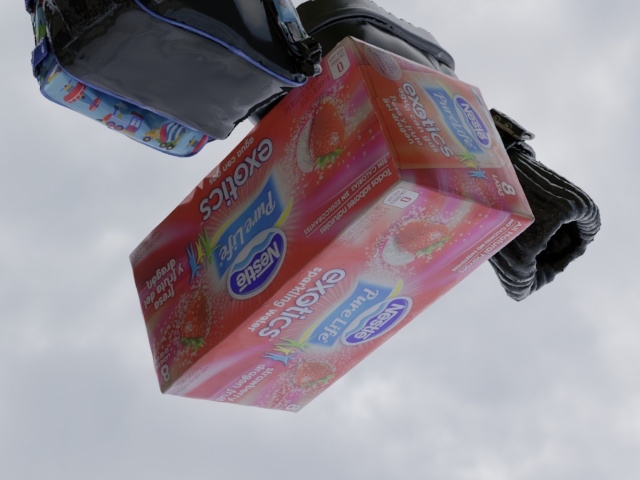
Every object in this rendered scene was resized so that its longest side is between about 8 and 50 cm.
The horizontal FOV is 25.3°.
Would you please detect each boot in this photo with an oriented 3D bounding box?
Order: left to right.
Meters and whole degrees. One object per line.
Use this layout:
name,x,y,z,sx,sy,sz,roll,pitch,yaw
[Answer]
boot,0.090,-0.071,1.207,0.131,0.348,0.260,-47,-112,27

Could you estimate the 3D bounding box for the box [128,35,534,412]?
box,0.000,0.000,1.134,0.300,0.154,0.142,-41,-129,33

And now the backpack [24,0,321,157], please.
backpack,-0.098,-0.158,0.844,0.117,0.158,0.173,-34,-124,29
